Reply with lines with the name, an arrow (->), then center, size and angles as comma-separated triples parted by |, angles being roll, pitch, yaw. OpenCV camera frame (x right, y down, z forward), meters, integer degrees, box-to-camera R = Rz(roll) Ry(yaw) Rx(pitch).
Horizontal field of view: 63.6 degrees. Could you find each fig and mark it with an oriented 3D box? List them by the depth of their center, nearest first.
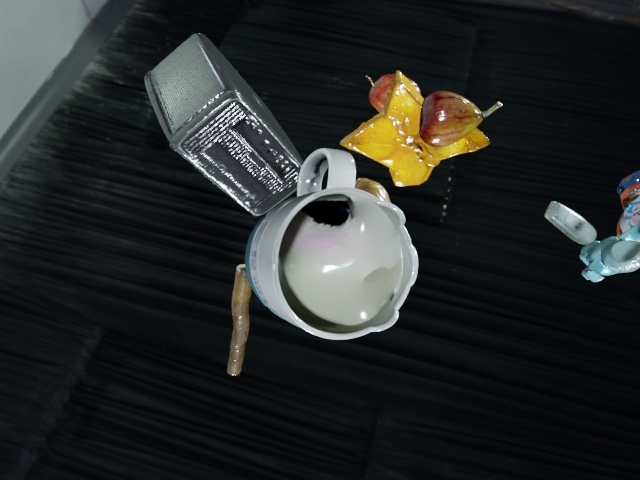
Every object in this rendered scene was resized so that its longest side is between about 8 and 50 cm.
fig -> 0.219, -0.191, 0.814 | 0.089, 0.125, 0.088 | 1, 90, -78

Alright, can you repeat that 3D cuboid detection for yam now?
yam -> -0.195, 0.200, 1.236 | 0.045, 0.045, 0.326 | -31, 141, -48

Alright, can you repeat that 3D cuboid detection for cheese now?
cheese -> 1.078, -0.098, 1.719 | 0.217, 0.129, 0.329 | -37, -149, 39

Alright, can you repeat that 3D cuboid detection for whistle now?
whistle -> 0.729, 0.041, 1.279 | 0.186, 0.093, 0.274 | -43, 174, 0

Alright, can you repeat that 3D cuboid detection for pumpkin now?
pumpkin -> 0.235, -0.256, 1.328 | 0.258, 0.290, 0.095 | -50, -177, 35

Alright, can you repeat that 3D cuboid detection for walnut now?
walnut -> 0.124, -0.092, 1.503 | 0.207, 0.167, 0.167 | 66, 34, -51

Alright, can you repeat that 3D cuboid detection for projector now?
projector -> -0.268, -0.321, 1.477 | 0.395, 0.242, 0.405 | 45, 10, -49

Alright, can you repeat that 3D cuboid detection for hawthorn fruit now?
hawthorn fruit -> 0.223, -0.485, 1.711 | 0.162, 0.204, 0.162 | -59, -168, 22

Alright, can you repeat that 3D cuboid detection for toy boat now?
toy boat -> 0.821, -0.051, 1.692 | 0.085, 0.261, 0.078 | 24, -91, 61

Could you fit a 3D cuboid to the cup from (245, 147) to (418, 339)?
cup -> 0.000, 0.000, 0.829 | 0.258, 0.219, 0.289 | 180, -87, -69
